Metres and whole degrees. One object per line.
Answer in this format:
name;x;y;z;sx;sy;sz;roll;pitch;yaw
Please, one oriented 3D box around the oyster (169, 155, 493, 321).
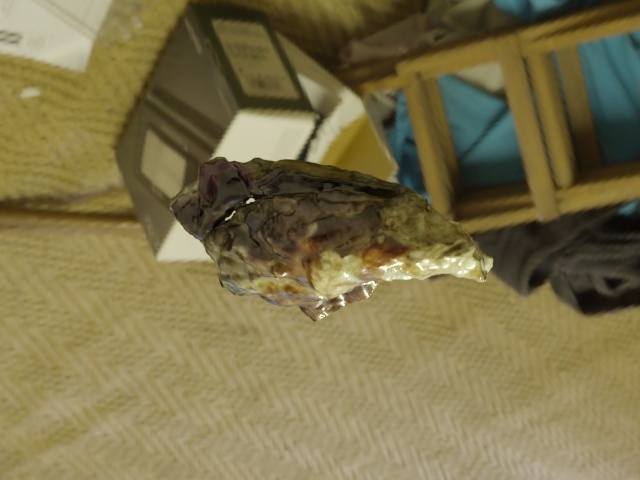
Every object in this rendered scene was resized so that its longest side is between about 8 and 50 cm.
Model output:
oyster;-0.004;0.009;1.169;0.275;0.100;0.271;27;148;-17
